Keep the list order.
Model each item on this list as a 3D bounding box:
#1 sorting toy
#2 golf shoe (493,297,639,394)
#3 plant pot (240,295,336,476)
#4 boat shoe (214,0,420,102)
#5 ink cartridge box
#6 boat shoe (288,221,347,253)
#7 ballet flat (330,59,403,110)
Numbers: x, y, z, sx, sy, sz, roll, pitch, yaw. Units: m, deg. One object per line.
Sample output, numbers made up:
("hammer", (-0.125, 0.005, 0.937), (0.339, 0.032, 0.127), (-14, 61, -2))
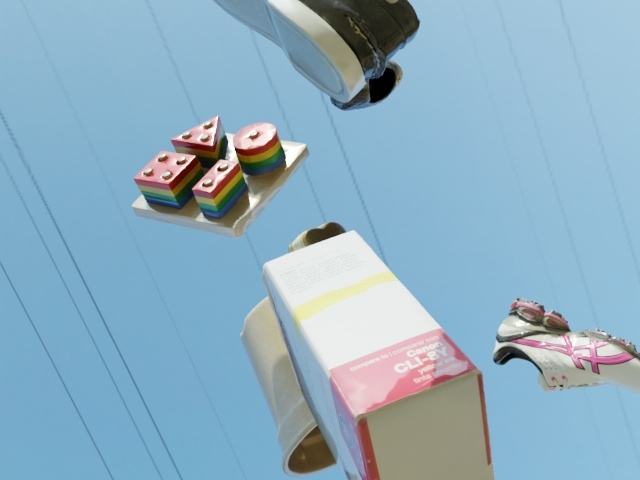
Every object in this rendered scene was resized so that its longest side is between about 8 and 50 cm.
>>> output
("sorting toy", (-0.198, -0.140, 1.405), (0.255, 0.257, 0.089), (-53, -39, -35))
("golf shoe", (0.275, 0.132, 0.790), (0.067, 0.186, 0.086), (39, -103, -50))
("plant pot", (-0.002, 0.262, 1.540), (0.334, 0.305, 0.333), (-25, -32, -17))
("boat shoe", (-0.041, -0.239, 0.652), (0.091, 0.114, 0.302), (-40, -109, -9))
("ink cartridge box", (0.071, 0.197, 1.017), (0.160, 0.384, 0.279), (-21, -59, -11))
("boat shoe", (0.000, 0.002, 1.352), (0.153, 0.048, 0.056), (-16, -97, -58))
("ballet flat", (0.066, -0.183, 0.892), (0.173, 0.049, 0.057), (-38, -44, -56))
